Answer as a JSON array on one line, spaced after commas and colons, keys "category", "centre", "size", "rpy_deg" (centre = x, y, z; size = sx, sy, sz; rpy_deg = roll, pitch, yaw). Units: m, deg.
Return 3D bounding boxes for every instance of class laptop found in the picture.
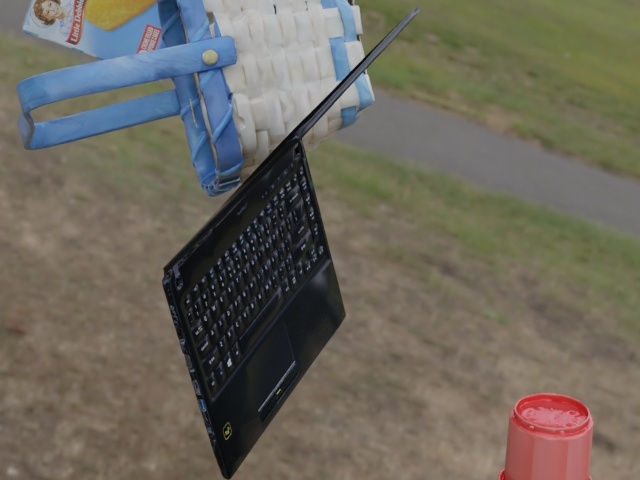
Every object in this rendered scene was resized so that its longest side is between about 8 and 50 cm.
[{"category": "laptop", "centre": [0.000, 0.000, 1.107], "size": [0.136, 0.264, 0.234], "rpy_deg": [-1, 27, 26]}]

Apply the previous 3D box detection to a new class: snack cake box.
[{"category": "snack cake box", "centre": [-0.191, -0.315, 1.574], "size": [0.152, 0.264, 0.089], "rpy_deg": [19, 10, -13]}]

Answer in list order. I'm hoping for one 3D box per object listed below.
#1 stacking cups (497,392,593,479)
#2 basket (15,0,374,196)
[{"category": "stacking cups", "centre": [0.165, 0.273, 1.223], "size": [0.096, 0.316, 0.096], "rpy_deg": [-2, 21, 1]}, {"category": "basket", "centre": [-0.116, -0.135, 1.316], "size": [0.289, 0.201, 0.255], "rpy_deg": [-18, 1, -13]}]
